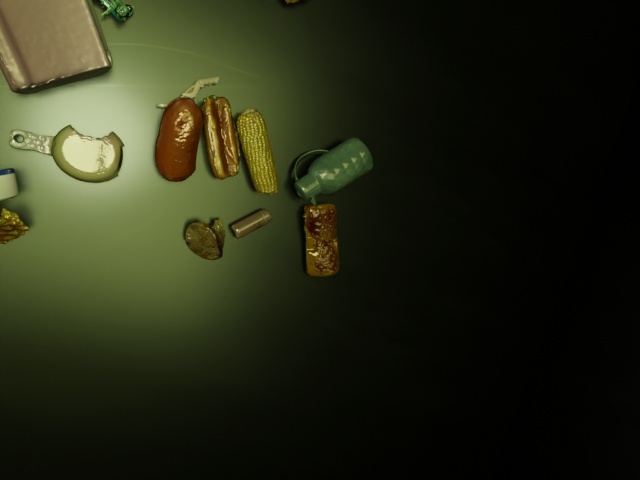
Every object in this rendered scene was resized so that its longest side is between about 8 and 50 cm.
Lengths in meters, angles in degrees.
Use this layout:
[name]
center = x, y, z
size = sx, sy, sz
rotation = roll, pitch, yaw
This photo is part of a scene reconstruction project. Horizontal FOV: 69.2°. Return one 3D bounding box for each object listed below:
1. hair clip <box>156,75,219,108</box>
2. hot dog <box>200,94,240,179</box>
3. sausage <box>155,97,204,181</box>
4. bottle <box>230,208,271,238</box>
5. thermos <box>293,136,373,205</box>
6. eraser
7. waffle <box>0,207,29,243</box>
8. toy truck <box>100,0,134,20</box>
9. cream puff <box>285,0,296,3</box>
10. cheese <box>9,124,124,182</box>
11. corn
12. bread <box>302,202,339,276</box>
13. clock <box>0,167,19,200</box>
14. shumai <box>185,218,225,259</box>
[hair clip]
center = -0.414, -0.461, 1.455
size = 0.226, 0.034, 0.072
rotation = -46, 113, -12
[hot dog]
center = -0.319, -0.333, 1.500
size = 0.115, 0.072, 0.269
rotation = -10, 101, -23
[sausage]
center = -0.431, -0.302, 1.407
size = 0.133, 0.133, 0.258
rotation = 8, 115, -26
[bottle]
center = -0.237, -0.058, 1.594
size = 0.140, 0.053, 0.053
rotation = -30, 110, -18
[thermos]
center = 0.030, -0.254, 1.647
size = 0.286, 0.145, 0.182
rotation = -33, 79, -16
[eraser]
center = -0.738, -0.597, 1.213
size = 0.272, 0.122, 0.359
rotation = -21, 108, -10
[waffle]
center = -0.897, -0.028, 1.199
size = 0.228, 0.231, 0.051
rotation = -16, 79, -16
[toy truck]
center = -0.610, -0.689, 1.310
size = 0.078, 0.080, 0.154
rotation = -34, 114, 12
[cream puff]
center = -0.068, -0.850, 1.520
size = 0.146, 0.116, 0.146
rotation = 17, 66, -44
[cheese]
center = -0.716, -0.261, 1.319
size = 0.286, 0.082, 0.163
rotation = 13, 92, -26
[corn]
center = -0.209, -0.290, 1.549
size = 0.106, 0.106, 0.293
rotation = -18, 109, -22
[bread]
center = -0.001, -0.001, 1.704
size = 0.139, 0.077, 0.271
rotation = -6, 104, -21
[clock]
center = -0.900, -0.131, 1.170
size = 0.230, 0.230, 0.083
rotation = -10, 104, -24
[shumai]
center = -0.370, 0.000, 1.534
size = 0.123, 0.105, 0.139
rotation = -14, 97, 22
